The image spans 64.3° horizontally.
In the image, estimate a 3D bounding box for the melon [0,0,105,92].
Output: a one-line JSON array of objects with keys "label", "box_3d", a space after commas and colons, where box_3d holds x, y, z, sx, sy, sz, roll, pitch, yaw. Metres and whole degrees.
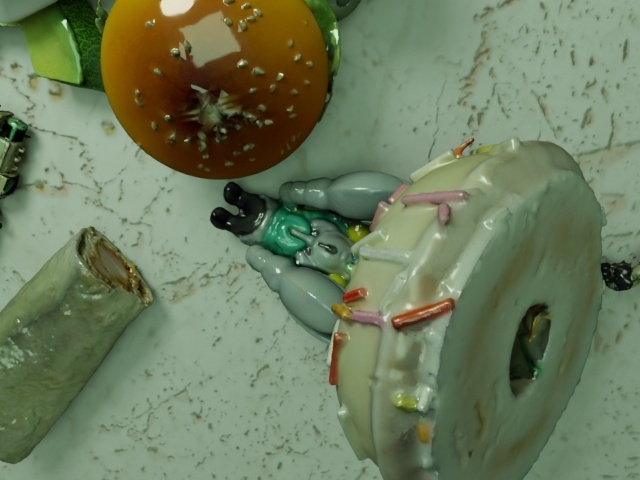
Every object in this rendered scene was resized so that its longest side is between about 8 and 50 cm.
[{"label": "melon", "box_3d": [-0.340, -0.252, 0.584, 0.209, 0.064, 0.118, 16, 106, 0]}]

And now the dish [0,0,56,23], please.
[{"label": "dish", "box_3d": [-0.329, -0.358, 0.524, 0.154, 0.064, 0.234, -33, 80, -3]}]

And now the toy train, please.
[{"label": "toy train", "box_3d": [-0.431, -0.051, 0.629, 0.085, 0.053, 0.250, 25, 100, -12]}]

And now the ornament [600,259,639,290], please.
[{"label": "ornament", "box_3d": [0.452, 0.035, 0.629, 0.203, 0.088, 0.081, -14, 125, 16]}]

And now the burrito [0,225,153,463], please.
[{"label": "burrito", "box_3d": [-0.346, 0.134, 0.639, 0.143, 0.105, 0.299, 40, 98, -11]}]

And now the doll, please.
[{"label": "doll", "box_3d": [-0.002, 0.021, 0.584, 0.258, 0.153, 0.195, -2, 85, 3]}]

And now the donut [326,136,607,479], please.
[{"label": "donut", "box_3d": [0.156, 0.086, 0.522, 0.382, 0.142, 0.383, -15, 113, -40]}]

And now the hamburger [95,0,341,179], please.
[{"label": "hamburger", "box_3d": [-0.101, -0.173, 0.507, 0.245, 0.170, 0.246, -1, 130, -2]}]

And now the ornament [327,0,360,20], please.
[{"label": "ornament", "box_3d": [0.036, -0.316, 0.560, 0.081, 0.075, 0.156, 42, 101, 7]}]
